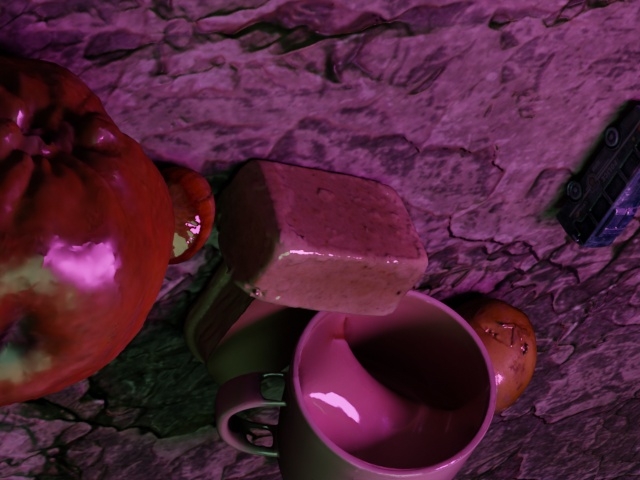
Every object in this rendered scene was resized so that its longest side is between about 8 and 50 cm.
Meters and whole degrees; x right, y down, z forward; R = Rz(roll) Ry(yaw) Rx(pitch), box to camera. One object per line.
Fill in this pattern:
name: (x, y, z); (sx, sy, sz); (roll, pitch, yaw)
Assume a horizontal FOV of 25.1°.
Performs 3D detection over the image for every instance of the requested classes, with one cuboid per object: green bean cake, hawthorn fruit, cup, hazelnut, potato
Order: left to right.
hawthorn fruit: (-0.236, -0.006, 1.025); (0.258, 0.258, 0.261); (5, 164, -37)
hazelnut: (-0.125, -0.019, 1.219); (0.086, 0.086, 0.086); (-17, 145, -12)
green bean cake: (0.000, 0.000, 1.288); (0.179, 0.109, 0.085); (7, 136, -38)
cup: (0.021, 0.175, 1.391); (0.252, 0.192, 0.200); (1, 149, -11)
potato: (0.152, 0.136, 1.552); (0.175, 0.137, 0.137); (-25, 146, 6)

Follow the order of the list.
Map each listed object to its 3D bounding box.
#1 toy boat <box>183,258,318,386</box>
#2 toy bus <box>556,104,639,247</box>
toy boat: (-0.063, 0.078, 1.397); (0.116, 0.061, 0.188); (0, 139, -35)
toy bus: (0.298, -0.062, 1.432); (0.047, 0.065, 0.166); (-2, 139, -31)
